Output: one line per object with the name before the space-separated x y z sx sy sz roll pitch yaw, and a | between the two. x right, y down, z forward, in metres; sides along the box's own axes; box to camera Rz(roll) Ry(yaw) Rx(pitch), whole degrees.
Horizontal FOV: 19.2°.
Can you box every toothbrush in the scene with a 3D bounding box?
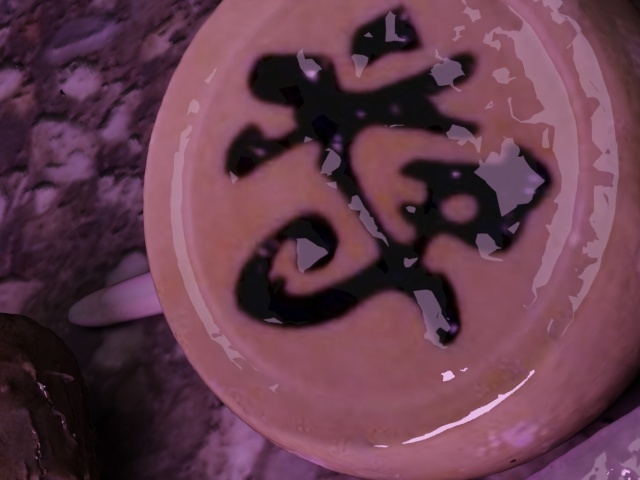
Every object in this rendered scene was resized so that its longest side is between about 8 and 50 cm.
toothbrush | 0.000 0.000 0.942 0.307 0.029 0.025 -16 57 23

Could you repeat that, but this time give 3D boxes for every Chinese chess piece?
Chinese chess piece | 0.043 -0.020 0.849 0.257 0.104 0.257 -5 81 29

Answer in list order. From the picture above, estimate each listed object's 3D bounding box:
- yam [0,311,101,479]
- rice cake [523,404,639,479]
yam | -0.164 0.175 0.886 0.154 0.154 0.254 -26 54 18
rice cake | 0.078 0.148 0.808 0.399 0.070 0.064 -35 52 11
